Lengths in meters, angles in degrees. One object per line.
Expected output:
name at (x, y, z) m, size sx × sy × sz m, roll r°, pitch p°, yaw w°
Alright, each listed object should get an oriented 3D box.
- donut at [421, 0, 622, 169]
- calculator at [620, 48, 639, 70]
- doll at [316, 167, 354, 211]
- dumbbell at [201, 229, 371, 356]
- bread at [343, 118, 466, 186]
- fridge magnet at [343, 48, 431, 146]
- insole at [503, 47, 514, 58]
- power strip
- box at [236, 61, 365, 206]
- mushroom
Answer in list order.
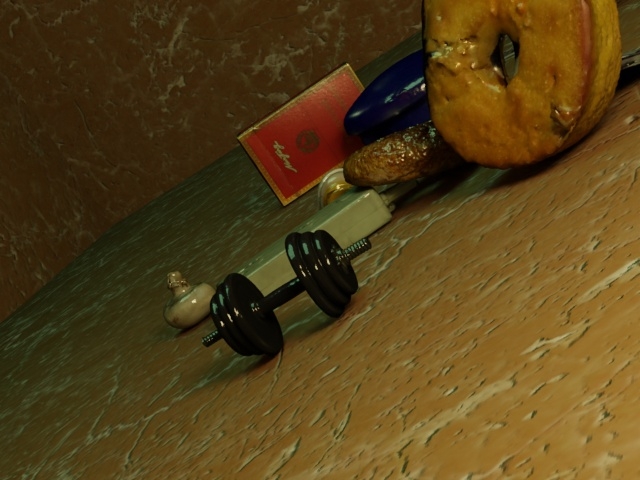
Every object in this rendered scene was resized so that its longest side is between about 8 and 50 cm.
donut at (0.206, -0.200, 1.319) m, size 0.118 × 0.254 × 0.253 m, roll -15°, pitch -5°, yaw -40°
calculator at (0.295, -0.191, 1.493) m, size 0.165 × 0.028 × 0.274 m, roll -17°, pitch 4°, yaw -19°
doll at (0.037, -0.062, 1.739) m, size 0.084 × 0.073 × 0.127 m, roll -2°, pitch 13°, yaw -5°
dumbbell at (-0.037, 0.055, 1.296) m, size 0.208 × 0.099 × 0.099 m, roll -32°, pitch 10°, yaw 14°
bread at (0.116, -0.114, 1.578) m, size 0.193 × 0.064 × 0.193 m, roll -15°, pitch 8°, yaw 2°
fridge magnet at (0.156, -0.246, 2.061) m, size 0.265 × 0.113 × 0.265 m, roll -33°, pitch 11°, yaw 7°
insole at (0.324, -0.325, 2.208) m, size 0.065 × 0.004 × 0.197 m, roll -41°, pitch 11°, yaw -33°
power strip at (0.000, 0.000, 1.579) m, size 0.288 × 0.053 × 0.093 m, roll -36°, pitch 10°, yaw -3°
box at (-0.011, -0.188, 2.221) m, size 0.239 × 0.153 × 0.074 m, roll -34°, pitch 14°, yaw 2°
mushroom at (-0.189, 0.078, 1.739) m, size 0.085 × 0.079 × 0.085 m, roll -35°, pitch 12°, yaw 8°
